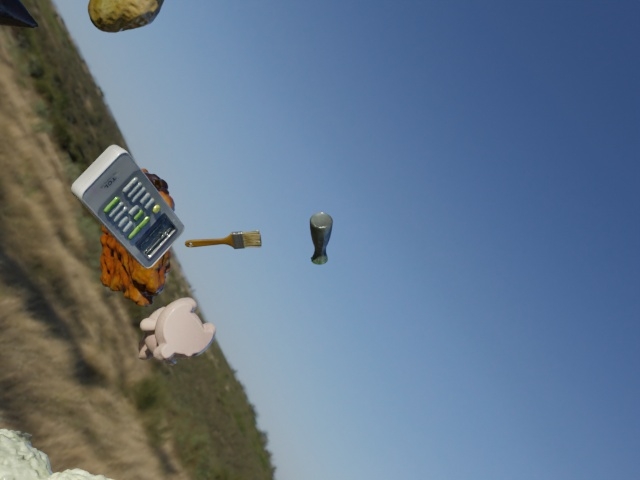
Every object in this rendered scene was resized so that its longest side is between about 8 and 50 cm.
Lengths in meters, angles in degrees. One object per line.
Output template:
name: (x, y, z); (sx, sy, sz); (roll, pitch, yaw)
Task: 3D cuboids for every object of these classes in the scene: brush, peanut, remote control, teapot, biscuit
brush: (-0.212, 0.002, 1.818); (0.014, 0.170, 0.043); (-85, 169, -59)
peanut: (-0.320, -0.450, 1.504); (0.108, 0.226, 0.095); (56, 17, -4)
remote control: (-0.299, -0.048, 1.326); (0.034, 0.103, 0.250); (34, -16, 27)
teapot: (0.000, 0.000, 1.557); (0.043, 0.043, 0.110); (55, -25, 37)
biscuit: (-0.440, -0.014, 1.995); (0.318, 0.111, 0.312); (19, -73, 54)

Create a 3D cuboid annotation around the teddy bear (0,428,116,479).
teddy bear: (-0.514, 0.508, 1.460); (0.327, 0.362, 0.375); (-64, 156, -69)

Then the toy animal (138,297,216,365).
toy animal: (-0.280, 0.170, 1.544); (0.212, 0.124, 0.124); (-19, -83, 60)

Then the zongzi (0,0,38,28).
zongzi: (-0.736, -0.513, 1.591); (0.362, 0.319, 0.383); (31, 9, 0)
